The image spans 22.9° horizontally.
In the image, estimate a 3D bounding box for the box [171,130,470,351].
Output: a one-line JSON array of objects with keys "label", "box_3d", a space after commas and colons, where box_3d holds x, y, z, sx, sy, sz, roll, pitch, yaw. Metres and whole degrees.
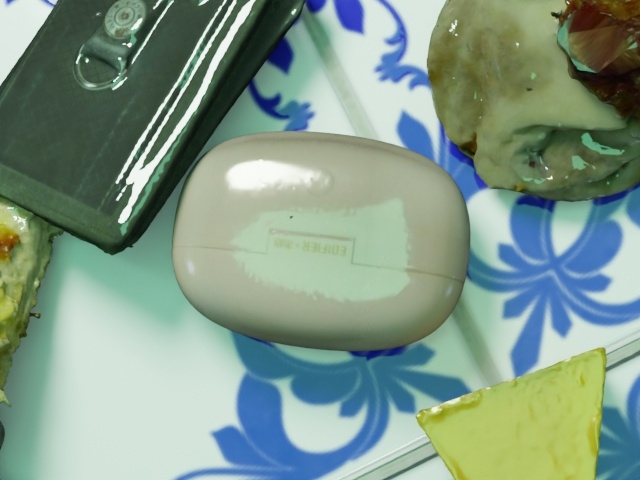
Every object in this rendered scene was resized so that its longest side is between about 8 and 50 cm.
[{"label": "box", "box_3d": [0.000, 0.000, 1.059, 0.200, 0.088, 0.145, 6, 84, 9]}]

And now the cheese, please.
[{"label": "cheese", "box_3d": [0.146, 0.171, 1.018, 0.126, 0.093, 0.171, -18, 81, 1]}]

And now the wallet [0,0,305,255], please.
[{"label": "wallet", "box_3d": [-0.130, -0.120, 1.081, 0.169, 0.052, 0.245, 26, 75, 24]}]

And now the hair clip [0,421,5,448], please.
[{"label": "hair clip", "box_3d": [-0.353, 0.230, 1.073, 0.331, 0.085, 0.101, -29, 83, -4]}]

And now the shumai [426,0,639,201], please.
[{"label": "shumai", "box_3d": [0.170, -0.121, 1.041, 0.201, 0.120, 0.201, 0, 85, 4]}]

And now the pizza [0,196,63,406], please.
[{"label": "pizza", "box_3d": [-0.321, 0.074, 1.055, 0.324, 0.089, 0.223, -20, 52, 3]}]
